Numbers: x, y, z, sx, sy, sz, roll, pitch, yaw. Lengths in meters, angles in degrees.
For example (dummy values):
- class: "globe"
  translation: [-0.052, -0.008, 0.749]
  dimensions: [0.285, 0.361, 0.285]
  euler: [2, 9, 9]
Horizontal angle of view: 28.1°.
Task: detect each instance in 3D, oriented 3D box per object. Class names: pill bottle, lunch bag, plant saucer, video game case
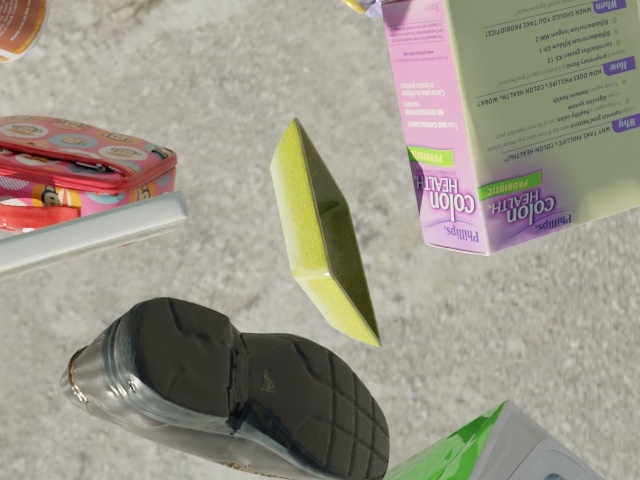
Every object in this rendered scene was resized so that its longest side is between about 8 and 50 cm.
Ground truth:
- class: "pill bottle"
  translation: [-0.400, -0.271, 1.368]
  dimensions: [0.121, 0.216, 0.121]
  euler: [-3, 82, 26]
- class: "lunch bag"
  translation: [-0.353, -0.072, 1.653]
  dimensions: [0.293, 0.258, 0.120]
  euler: [11, 109, 14]
- class: "plant saucer"
  translation: [0.000, 0.000, 1.306]
  dimensions: [0.045, 0.188, 0.188]
  euler: [-18, 149, 9]
- class: "video game case"
  translation: [-0.224, 0.007, 1.063]
  dimensions: [0.227, 0.206, 0.026]
  euler: [-16, 90, -9]

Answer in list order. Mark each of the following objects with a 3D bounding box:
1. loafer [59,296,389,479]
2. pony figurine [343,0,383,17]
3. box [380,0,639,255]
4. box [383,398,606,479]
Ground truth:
- class: "loafer"
  translation: [-0.036, 0.072, 0.570]
  dimensions: [0.061, 0.062, 0.170]
  euler: [-22, 141, 38]
- class: "pony figurine"
  translation: [0.114, -0.431, 1.410]
  dimensions: [0.351, 0.303, 0.363]
  euler: [42, 103, 13]
- class: "box"
  translation: [0.195, -0.133, 1.222]
  dimensions: [0.213, 0.117, 0.243]
  euler: [-17, 102, -24]
- class: "box"
  translation: [0.130, 0.273, 0.942]
  dimensions: [0.231, 0.127, 0.262]
  euler: [38, 141, -5]
